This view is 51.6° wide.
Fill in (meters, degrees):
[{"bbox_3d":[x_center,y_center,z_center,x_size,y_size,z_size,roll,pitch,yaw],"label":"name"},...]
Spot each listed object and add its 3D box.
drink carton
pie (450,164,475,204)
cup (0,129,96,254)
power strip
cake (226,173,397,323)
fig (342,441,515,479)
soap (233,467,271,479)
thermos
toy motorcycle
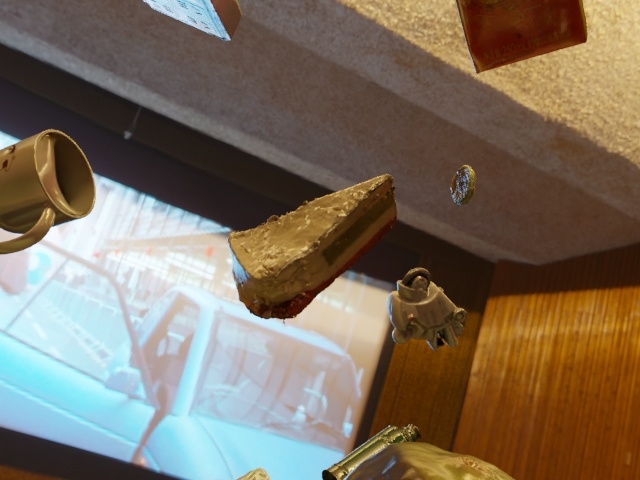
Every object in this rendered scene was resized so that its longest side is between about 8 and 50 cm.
[{"bbox_3d":[0.223,-0.408,0.831,0.154,0.111,0.351,-12,-62,22],"label":"drink carton"},{"bbox_3d":[0.285,-0.110,1.325,0.017,0.085,0.085,8,-12,-18],"label":"pie"},{"bbox_3d":[-0.425,-0.057,0.966,0.141,0.174,0.134,-17,-12,13],"label":"cup"},{"bbox_3d":[-0.144,-0.259,0.619,0.109,0.038,0.279,25,1,1],"label":"power strip"},{"bbox_3d":[0.004,0.014,0.765,0.220,0.117,0.086,-17,-44,-6],"label":"cake"},{"bbox_3d":[0.103,0.335,0.622,0.239,0.271,0.239,12,2,0],"label":"fig"},{"bbox_3d":[-0.106,0.263,0.401,0.230,0.145,0.091,-22,-28,-22],"label":"soap"},{"bbox_3d":[0.099,0.384,1.146,0.083,0.187,0.073,60,-28,7],"label":"thermos"},{"bbox_3d":[0.236,0.178,1.554,0.260,0.171,0.110,47,3,-36],"label":"toy motorcycle"}]
